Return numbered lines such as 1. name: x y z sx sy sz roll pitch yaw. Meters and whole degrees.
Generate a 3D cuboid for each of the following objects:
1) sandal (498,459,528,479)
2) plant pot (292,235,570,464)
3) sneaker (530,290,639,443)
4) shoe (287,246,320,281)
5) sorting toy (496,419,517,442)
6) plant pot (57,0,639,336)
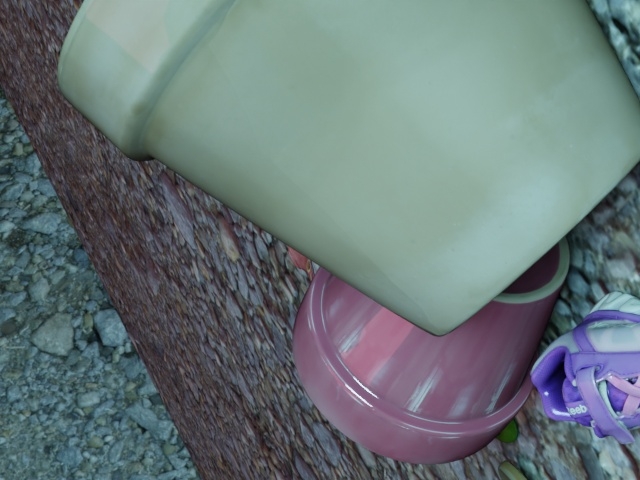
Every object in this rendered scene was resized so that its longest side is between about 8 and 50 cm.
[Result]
1. sandal: 0.199 0.294 1.216 0.072 0.049 0.180 32 142 59
2. plant pot: 0.098 0.046 0.993 0.201 0.201 0.180 57 143 24
3. sneaker: 0.217 0.090 0.828 0.095 0.105 0.236 68 160 -4
4. shoe: 0.000 0.000 1.370 0.081 0.063 0.178 49 160 29
5. sorting toy: 0.144 0.166 1.219 0.102 0.042 0.061 46 153 45
6. plant pot: 0.049 -0.104 0.807 0.280 0.323 0.323 46 160 3
